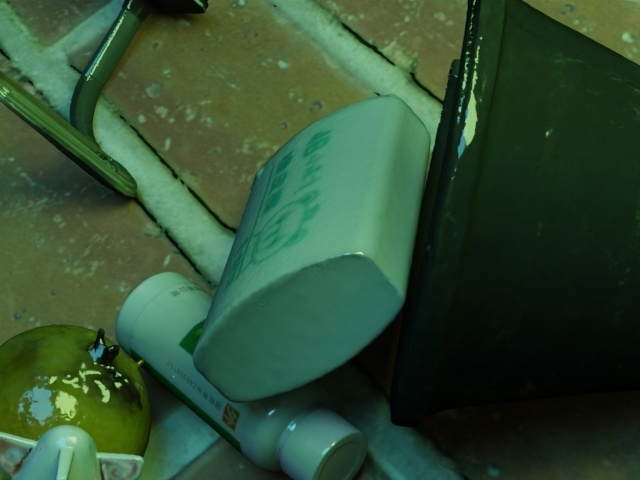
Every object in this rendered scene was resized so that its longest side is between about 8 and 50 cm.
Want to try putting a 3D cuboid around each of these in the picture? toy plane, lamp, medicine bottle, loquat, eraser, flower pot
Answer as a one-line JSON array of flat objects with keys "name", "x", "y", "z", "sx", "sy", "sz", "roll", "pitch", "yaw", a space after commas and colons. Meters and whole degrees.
[{"name": "toy plane", "x": -0.224, "y": 0.259, "z": 1.207, "sx": 0.252, "sy": 0.252, "sz": 0.118, "roll": -19, "pitch": 24, "yaw": 5}, {"name": "lamp", "x": -0.246, "y": -0.204, "z": 1.551, "sx": 0.124, "sy": 0.203, "sz": 0.283, "roll": -4, "pitch": 57, "yaw": 40}, {"name": "medicine bottle", "x": -0.071, "y": 0.127, "z": 1.319, "sx": 0.095, "sy": 0.095, "sz": 0.260, "roll": -44, "pitch": 55, "yaw": -13}, {"name": "loquat", "x": -0.241, "y": 0.163, "z": 1.321, "sx": 0.204, "sy": 0.149, "sz": 0.172, "roll": -32, "pitch": 53, "yaw": 13}, {"name": "eraser", "x": 0.000, "y": 0.000, "z": 1.293, "sx": 0.189, "sy": 0.104, "sz": 0.290, "roll": -29, "pitch": 22, "yaw": 23}, {"name": "flower pot", "x": 0.202, "y": -0.004, "z": 1.201, "sx": 0.251, "sy": 0.379, "sz": 0.379, "roll": 12, "pitch": 59, "yaw": 1}]
